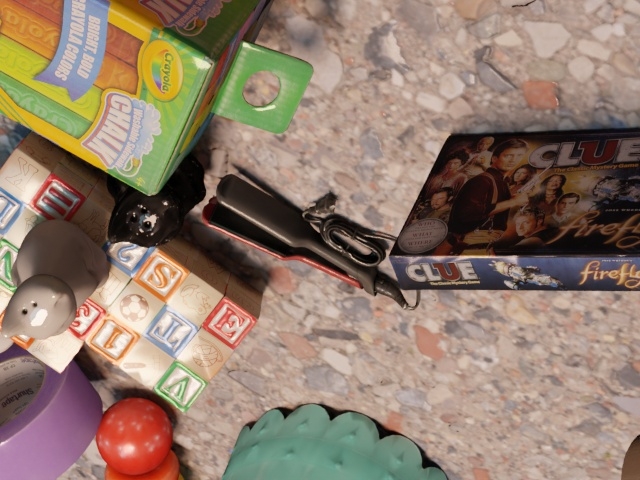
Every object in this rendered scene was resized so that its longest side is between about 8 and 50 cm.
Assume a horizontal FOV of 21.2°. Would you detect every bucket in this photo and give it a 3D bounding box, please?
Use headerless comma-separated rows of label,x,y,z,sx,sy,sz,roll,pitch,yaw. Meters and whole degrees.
bucket,-0.003,0.338,1.904,0.281,0.183,0.281,15,138,15

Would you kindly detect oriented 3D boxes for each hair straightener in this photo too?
hair straightener,0.000,0.000,1.663,0.230,0.047,0.089,30,139,-2

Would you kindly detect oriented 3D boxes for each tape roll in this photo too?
tape roll,-0.349,0.204,1.956,0.189,0.189,0.080,-6,129,33

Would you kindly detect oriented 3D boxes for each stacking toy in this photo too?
stacking toy,-0.201,0.324,2.051,0.141,0.141,0.330,11,131,19

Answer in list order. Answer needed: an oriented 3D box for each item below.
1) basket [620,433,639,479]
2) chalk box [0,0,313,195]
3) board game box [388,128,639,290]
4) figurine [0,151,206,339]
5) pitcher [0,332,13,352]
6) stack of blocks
basket,0.411,0.231,1.599,0.227,0.154,0.204,-14,122,42
chalk box,-0.151,-0.176,1.459,0.289,0.179,0.180,29,135,1
board game box,0.197,-0.027,1.438,0.243,0.165,0.042,-1,131,29
figurine,-0.205,0.003,1.577,0.215,0.209,0.092,-41,101,8
pitcher,-0.382,0.051,1.887,0.178,0.125,0.207,-3,144,5
stack of blocks,-0.228,0.047,1.746,0.297,0.087,0.171,36,104,-9
